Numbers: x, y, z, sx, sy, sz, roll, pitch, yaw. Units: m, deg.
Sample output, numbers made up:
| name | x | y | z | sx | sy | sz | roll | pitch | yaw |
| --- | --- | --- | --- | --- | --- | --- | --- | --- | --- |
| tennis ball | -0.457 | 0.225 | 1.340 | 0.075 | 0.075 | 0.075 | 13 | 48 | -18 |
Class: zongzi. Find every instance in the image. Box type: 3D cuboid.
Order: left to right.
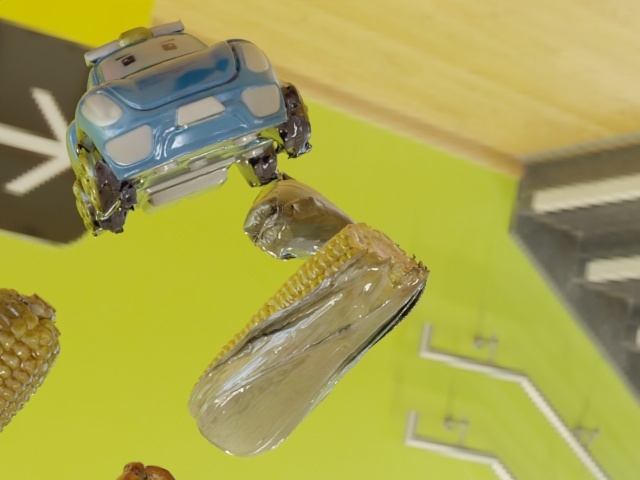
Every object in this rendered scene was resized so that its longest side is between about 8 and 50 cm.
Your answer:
| name | x | y | z | sx | sy | sz | roll | pitch | yaw |
| --- | --- | --- | --- | --- | --- | --- | --- | --- | --- |
| zongzi | 0.000 | 0.000 | 1.791 | 0.204 | 0.094 | 0.205 | 31 | -170 | -3 |

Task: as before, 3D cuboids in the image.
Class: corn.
| name | x | y | z | sx | sy | sz | roll | pitch | yaw |
| --- | --- | --- | --- | --- | --- | --- | --- | --- | --- |
| corn | -0.397 | 0.192 | 1.344 | 0.120 | 0.363 | 0.120 | 41 | 169 | 10 |
| corn | -0.015 | 0.108 | 1.447 | 0.123 | 0.305 | 0.122 | 40 | -161 | -7 |

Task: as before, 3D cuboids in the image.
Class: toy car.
| name | x | y | z | sx | sy | sz | roll | pitch | yaw |
| --- | --- | --- | --- | --- | --- | --- | --- | --- | --- |
| toy car | -0.133 | -0.110 | 1.196 | 0.198 | 0.166 | 0.314 | -22 | 179 | -12 |

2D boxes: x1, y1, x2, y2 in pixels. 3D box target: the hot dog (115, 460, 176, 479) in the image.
| name | x | y | z | sx | sy | sz | roll | pitch | yaw |
| --- | --- | --- | --- | --- | --- | --- | --- | --- | --- |
| hot dog | -0.192 | 0.379 | 1.580 | 0.100 | 0.249 | 0.068 | -10 | -176 | -28 |
